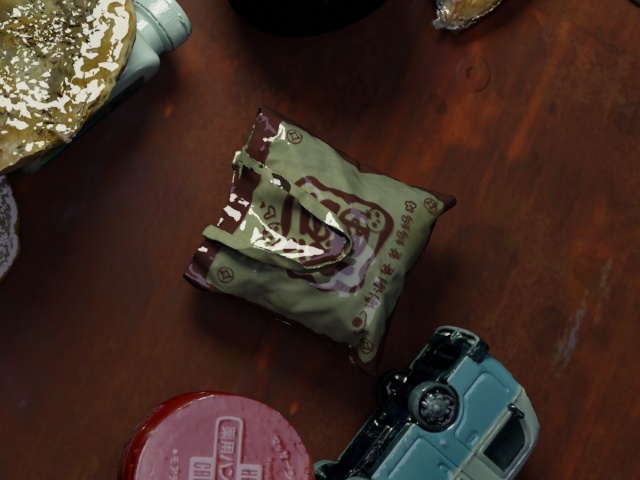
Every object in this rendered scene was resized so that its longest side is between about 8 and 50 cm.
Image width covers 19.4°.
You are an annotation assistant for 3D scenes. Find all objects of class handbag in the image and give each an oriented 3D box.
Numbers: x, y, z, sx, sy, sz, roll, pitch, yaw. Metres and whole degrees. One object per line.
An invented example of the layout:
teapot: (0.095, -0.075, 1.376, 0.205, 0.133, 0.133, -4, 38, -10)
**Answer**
handbag: (0.000, 0.000, 1.953, 0.235, 0.127, 0.213, 26, 84, -11)

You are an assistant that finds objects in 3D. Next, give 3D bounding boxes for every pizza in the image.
pizza: (0.142, -0.336, 2.039, 0.195, 0.052, 0.185, 42, 86, -15)

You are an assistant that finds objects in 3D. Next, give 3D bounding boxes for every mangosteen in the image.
mangosteen: (-0.005, -0.332, 1.927, 0.243, 0.243, 0.243, 0, 88, -15)

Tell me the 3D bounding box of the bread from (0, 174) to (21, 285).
bread: (-0.416, -0.019, 1.872, 0.236, 0.070, 0.236, 1, 87, -16)

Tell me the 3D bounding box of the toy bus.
toy bus: (0.112, 0.239, 1.975, 0.165, 0.133, 0.271, 41, 82, -15)

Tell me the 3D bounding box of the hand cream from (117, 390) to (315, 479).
hand cream: (-0.110, 0.247, 1.918, 0.193, 0.125, 0.193, 0, 89, -15)

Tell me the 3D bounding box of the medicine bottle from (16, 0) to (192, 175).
medicine bottle: (-0.234, -0.164, 1.897, 0.229, 0.121, 0.083, -42, 99, -13)

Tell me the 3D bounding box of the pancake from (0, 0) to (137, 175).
pancake: (-0.348, -0.198, 1.828, 0.356, 0.065, 0.356, -4, 61, 7)
